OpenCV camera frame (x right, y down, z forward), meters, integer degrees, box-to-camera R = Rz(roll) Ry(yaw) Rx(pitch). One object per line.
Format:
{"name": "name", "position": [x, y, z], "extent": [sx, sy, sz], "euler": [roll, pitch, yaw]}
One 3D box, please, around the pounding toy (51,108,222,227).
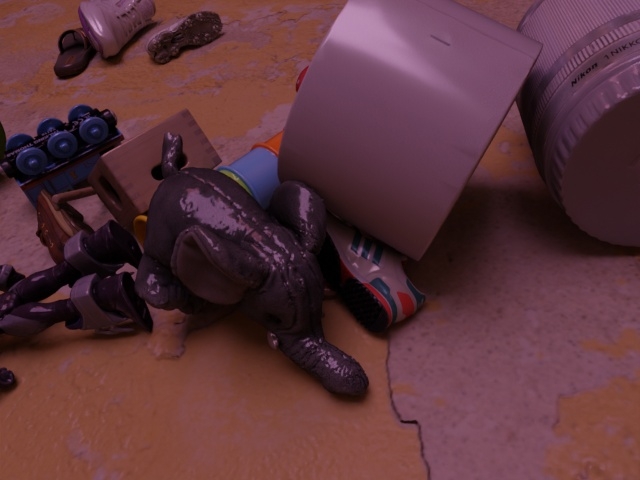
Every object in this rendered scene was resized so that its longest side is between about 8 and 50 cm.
{"name": "pounding toy", "position": [-0.254, -0.067, 0.779], "extent": [0.181, 0.094, 0.206], "euler": [-39, 12, -28]}

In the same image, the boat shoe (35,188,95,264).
{"name": "boat shoe", "position": [-0.358, -0.020, 0.781], "extent": [0.060, 0.064, 0.178], "euler": [-51, 42, -5]}

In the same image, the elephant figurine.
{"name": "elephant figurine", "position": [-0.060, 0.019, 0.560], "extent": [0.239, 0.186, 0.169], "euler": [14, 74, 43]}

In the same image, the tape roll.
{"name": "tape roll", "position": [0.089, -0.123, 0.595], "extent": [0.169, 0.246, 0.246], "euler": [30, 54, 8]}

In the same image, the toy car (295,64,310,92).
{"name": "toy car", "position": [0.115, -0.202, 0.792], "extent": [0.225, 0.053, 0.239], "euler": [-33, 70, -24]}

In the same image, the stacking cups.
{"name": "stacking cups", "position": [-0.090, -0.075, 0.756], "extent": [0.096, 0.096, 0.316], "euler": [22, 49, 34]}

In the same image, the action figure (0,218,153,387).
{"name": "action figure", "position": [-0.341, 0.080, 0.648], "extent": [0.285, 0.099, 0.185], "euler": [-17, 48, 3]}

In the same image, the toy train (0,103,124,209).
{"name": "toy train", "position": [-0.386, -0.130, 0.878], "extent": [0.184, 0.105, 0.080], "euler": [-34, 49, -20]}

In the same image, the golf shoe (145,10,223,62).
{"name": "golf shoe", "position": [-0.297, -0.445, 1.233], "extent": [0.176, 0.069, 0.086], "euler": [-31, 38, -19]}

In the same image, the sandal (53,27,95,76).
{"name": "sandal", "position": [-0.563, -0.440, 1.304], "extent": [0.090, 0.060, 0.219], "euler": [-11, 42, 4]}

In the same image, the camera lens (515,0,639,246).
{"name": "camera lens", "position": [0.329, -0.156, 0.617], "extent": [0.219, 0.219, 0.274], "euler": [-5, 43, 11]}

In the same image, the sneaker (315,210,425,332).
{"name": "sneaker", "position": [0.048, 0.024, 0.618], "extent": [0.075, 0.057, 0.161], "euler": [-16, 51, -30]}

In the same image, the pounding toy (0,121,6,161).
{"name": "pounding toy", "position": [-0.568, -0.171, 0.882], "extent": [0.110, 0.183, 0.237], "euler": [-33, 51, 36]}

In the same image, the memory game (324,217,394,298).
{"name": "memory game", "position": [0.000, 0.000, 0.695], "extent": [0.186, 0.012, 0.186], "euler": [-7, 43, 7]}

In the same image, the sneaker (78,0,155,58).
{"name": "sneaker", "position": [-0.460, -0.520, 1.320], "extent": [0.152, 0.114, 0.305], "euler": [-16, 41, 0]}
